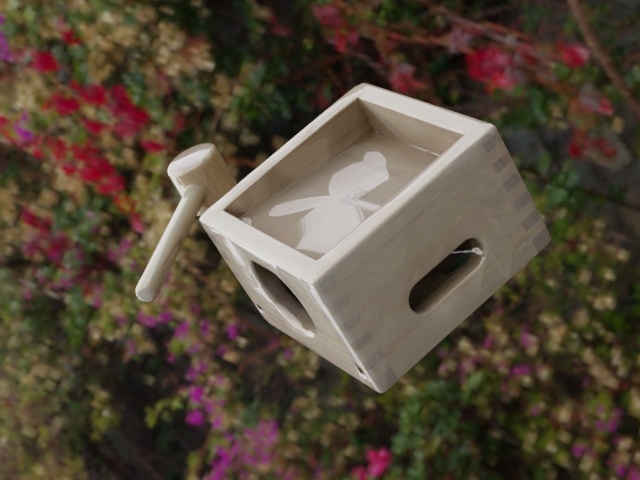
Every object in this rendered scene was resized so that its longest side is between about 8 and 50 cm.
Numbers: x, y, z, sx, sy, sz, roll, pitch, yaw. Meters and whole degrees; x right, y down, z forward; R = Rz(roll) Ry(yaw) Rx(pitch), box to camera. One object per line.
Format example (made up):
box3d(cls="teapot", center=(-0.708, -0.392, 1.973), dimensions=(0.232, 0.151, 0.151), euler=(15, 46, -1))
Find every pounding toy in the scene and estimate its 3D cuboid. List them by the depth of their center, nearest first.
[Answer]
box3d(cls="pounding toy", center=(-0.010, 0.004, 0.819), dimensions=(0.181, 0.206, 0.094), euler=(-41, -58, -15))
